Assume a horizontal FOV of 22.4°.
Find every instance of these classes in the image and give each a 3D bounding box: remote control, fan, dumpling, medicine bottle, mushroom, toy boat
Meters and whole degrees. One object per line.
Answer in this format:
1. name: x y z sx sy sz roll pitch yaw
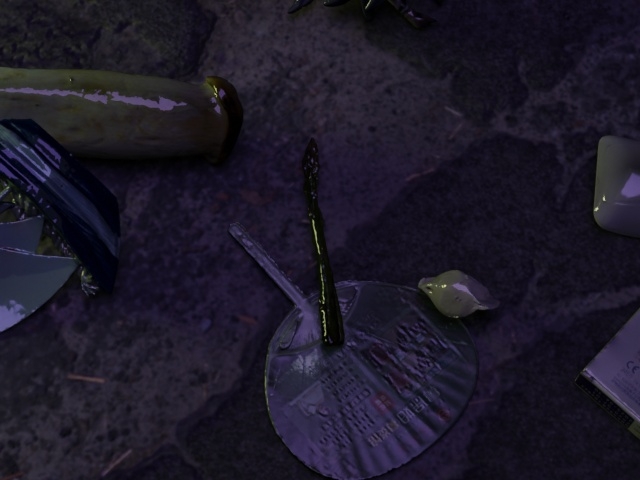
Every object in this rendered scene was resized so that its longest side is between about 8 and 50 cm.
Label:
1. remote control: 0.446 -0.046 1.705 0.313 0.055 0.109 8 67 -1
2. fan: 0.043 0.097 1.638 0.223 0.012 0.294 -10 68 -9
3. dumpling: 0.144 0.051 1.639 0.057 0.076 0.052 -42 110 -50
4. medicine bottle: 0.385 0.145 1.621 0.201 0.052 0.171 40 70 13
5. mushroom: -0.236 -0.127 1.666 0.312 0.100 0.081 2 27 -3
6. toy boat: -0.345 -0.004 1.604 0.292 0.070 0.210 -22 91 -9

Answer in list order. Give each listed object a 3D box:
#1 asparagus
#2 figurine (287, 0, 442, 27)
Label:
1. asparagus: 0.000 0.000 1.661 0.023 0.022 0.232 -15 66 18
2. figurine: 0.029 -0.361 1.755 0.265 0.197 0.175 26 48 13
